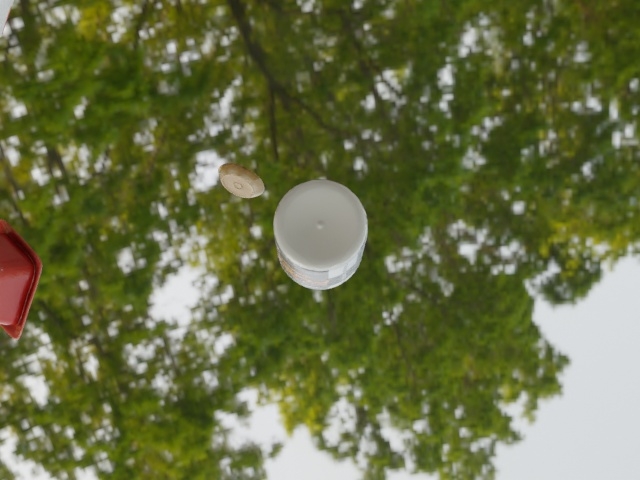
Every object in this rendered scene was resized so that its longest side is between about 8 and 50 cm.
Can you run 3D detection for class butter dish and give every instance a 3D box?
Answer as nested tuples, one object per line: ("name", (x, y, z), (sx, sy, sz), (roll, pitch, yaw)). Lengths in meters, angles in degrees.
("butter dish", (-0.551, 0.064, 1.966), (0.118, 0.160, 0.160), (1, -151, -47))

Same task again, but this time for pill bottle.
("pill bottle", (0.000, 0.000, 1.718), (0.130, 0.246, 0.131), (0, -100, 0))

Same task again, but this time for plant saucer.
("plant saucer", (-0.133, -0.094, 1.953), (0.083, 0.083, 0.015), (11, -123, 24))

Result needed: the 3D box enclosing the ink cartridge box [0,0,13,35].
("ink cartridge box", (-0.478, -0.321, 1.377), (0.100, 0.237, 0.172), (-52, -172, -25))
